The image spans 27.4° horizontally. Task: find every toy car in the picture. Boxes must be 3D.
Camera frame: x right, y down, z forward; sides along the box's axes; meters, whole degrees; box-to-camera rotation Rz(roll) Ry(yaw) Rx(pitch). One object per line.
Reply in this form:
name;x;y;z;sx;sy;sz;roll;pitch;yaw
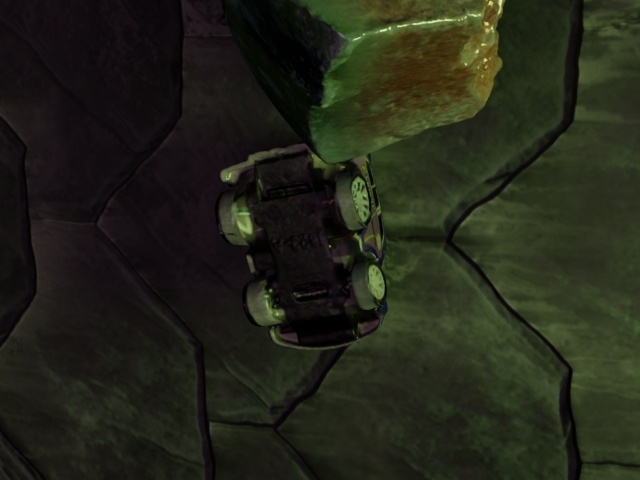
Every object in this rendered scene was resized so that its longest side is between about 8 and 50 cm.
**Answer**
toy car;0.000;0.000;1.499;0.172;0.158;0.235;-10;98;25

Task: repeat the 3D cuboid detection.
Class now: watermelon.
watermelon;0.048;-0.189;1.309;0.302;0.264;0.151;-2;65;-1
